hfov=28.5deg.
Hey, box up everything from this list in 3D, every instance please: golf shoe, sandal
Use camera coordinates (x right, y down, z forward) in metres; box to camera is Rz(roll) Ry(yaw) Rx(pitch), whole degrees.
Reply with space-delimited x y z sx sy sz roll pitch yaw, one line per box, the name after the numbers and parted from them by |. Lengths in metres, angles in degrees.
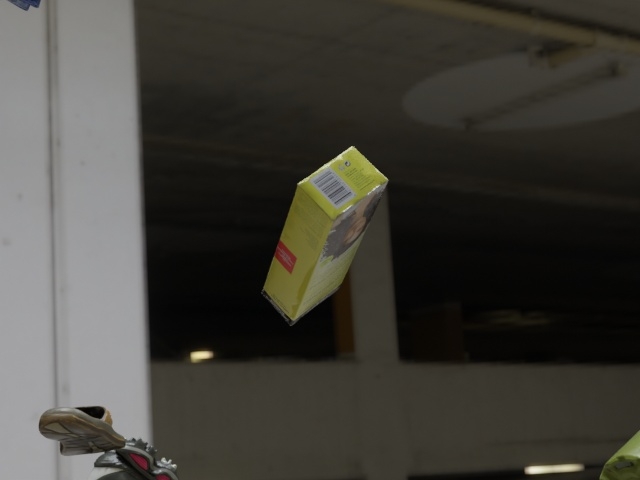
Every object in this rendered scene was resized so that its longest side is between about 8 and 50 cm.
-0.176 0.355 1.554 0.273 0.120 0.105 38 -25 -16 | golf shoe
-0.254 0.197 1.351 0.072 0.049 0.180 -7 -22 4 | sandal

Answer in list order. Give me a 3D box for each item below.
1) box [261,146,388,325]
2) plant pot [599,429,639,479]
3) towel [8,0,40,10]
0.000 0.000 1.362 0.087 0.058 0.232 -37 -16 -28 | box
0.215 0.145 0.778 0.079 0.083 0.083 -17 1 -43 | plant pot
-0.423 -0.418 1.477 0.285 0.209 0.034 24 -10 -39 | towel
